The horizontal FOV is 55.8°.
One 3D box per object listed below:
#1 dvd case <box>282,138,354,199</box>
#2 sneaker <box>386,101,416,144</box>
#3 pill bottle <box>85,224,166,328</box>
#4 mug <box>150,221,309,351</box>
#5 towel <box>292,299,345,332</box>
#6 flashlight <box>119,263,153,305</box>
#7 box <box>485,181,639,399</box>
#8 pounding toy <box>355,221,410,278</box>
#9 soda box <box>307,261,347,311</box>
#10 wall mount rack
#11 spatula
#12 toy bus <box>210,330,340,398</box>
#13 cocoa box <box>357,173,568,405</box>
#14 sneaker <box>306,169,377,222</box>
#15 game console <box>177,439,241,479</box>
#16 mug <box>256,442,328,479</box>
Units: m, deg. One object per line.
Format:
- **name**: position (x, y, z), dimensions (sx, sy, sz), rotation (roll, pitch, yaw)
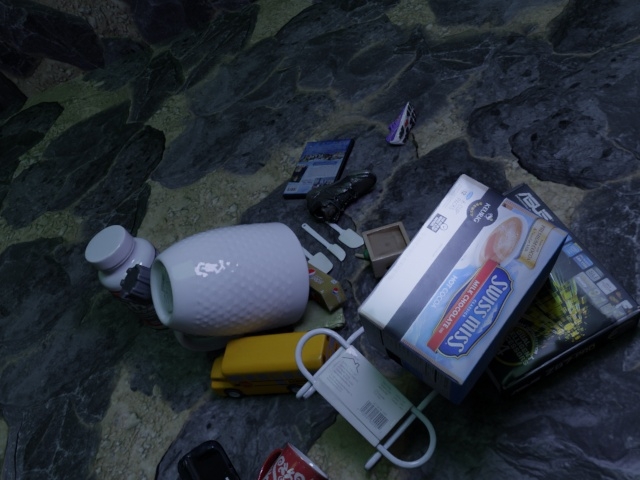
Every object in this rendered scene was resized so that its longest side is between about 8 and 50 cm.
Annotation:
- **dvd case**: position (-0.004, -0.235, 1.980), dimensions (0.180, 0.022, 0.253), rotation (1, 51, 29)
- **sneaker**: position (0.253, -0.377, 1.933), dimensions (0.071, 0.068, 0.170), rotation (2, 53, 39)
- **pill bottle**: position (-0.519, 0.103, 1.739), dimensions (0.176, 0.318, 0.176), rotation (-17, 45, 17)
- **mug**: position (-0.251, 0.141, 1.534), dimensions (0.328, 0.374, 0.276), rotation (-7, 42, -33)
- **towel**: position (-0.006, 0.197, 1.575), dimensions (0.148, 0.027, 0.110), rotation (-17, 43, 16)
- **flashlight**: position (-0.384, 0.142, 1.631), dimensions (0.103, 0.304, 0.103), rotation (-32, 51, 25)
- **box**: position (0.427, 0.098, 1.324), dimensions (0.318, 0.097, 0.395), rotation (-28, 54, 0)
- **pounding toy**: position (0.164, 0.032, 1.596), dimensions (0.141, 0.100, 0.130), rotation (-16, 44, 1)
- **soda box**: position (-0.008, 0.118, 1.593), dimensions (0.058, 0.061, 0.181), rotation (-33, 29, -16)
- **wall mount rack**: position (0.126, 0.296, 1.283), dimensions (0.350, 0.130, 0.304), rotation (43, 80, 17)
- **spatula**: position (0.000, 0.000, 1.761), dimensions (0.168, 0.019, 0.242), rotation (-41, 44, -10)
- **toy bus**: position (-0.120, 0.300, 1.467), dimensions (0.333, 0.130, 0.108), rotation (-9, 47, 23)
- **cocoa box**: position (0.272, 0.100, 1.167), dimensions (0.228, 0.231, 0.347), rotation (34, 77, 23)
- **sneaker**: position (0.065, -0.124, 1.785), dimensions (0.227, 0.087, 0.130), rotation (-20, 41, 13)
- **game console**: position (-0.146, 0.558, 1.179), dimensions (0.213, 0.044, 0.361), rotation (-33, 76, -2)
- **mug**: position (-0.082, 0.528, 1.274), dimensions (0.169, 0.113, 0.150), rotation (-49, 2, -13)
